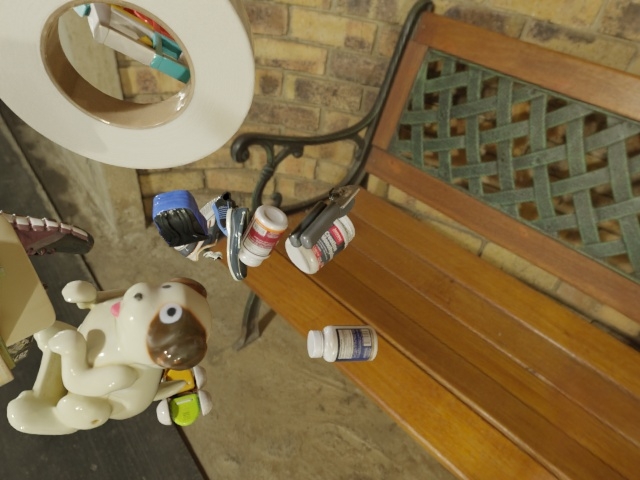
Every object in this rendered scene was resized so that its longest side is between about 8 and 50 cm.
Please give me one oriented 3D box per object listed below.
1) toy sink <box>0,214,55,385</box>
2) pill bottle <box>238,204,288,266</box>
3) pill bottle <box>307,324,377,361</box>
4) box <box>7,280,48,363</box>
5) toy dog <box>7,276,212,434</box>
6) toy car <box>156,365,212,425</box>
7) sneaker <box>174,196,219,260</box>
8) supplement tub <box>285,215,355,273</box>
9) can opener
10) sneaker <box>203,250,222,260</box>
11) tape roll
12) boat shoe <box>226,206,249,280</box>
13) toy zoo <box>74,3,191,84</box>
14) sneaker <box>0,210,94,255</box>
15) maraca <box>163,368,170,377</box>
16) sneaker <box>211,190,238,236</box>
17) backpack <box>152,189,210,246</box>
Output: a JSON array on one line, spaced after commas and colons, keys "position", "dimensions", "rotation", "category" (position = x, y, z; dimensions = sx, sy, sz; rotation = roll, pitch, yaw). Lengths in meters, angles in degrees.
[{"position": [-0.393, 0.084, 0.435], "dimensions": [0.234, 0.152, 0.131], "rotation": [-28, 23, -35], "category": "toy sink"}, {"position": [-0.148, -0.008, 1.139], "dimensions": [0.086, 0.152, 0.086], "rotation": [22, 35, -17], "category": "pill bottle"}, {"position": [0.056, 0.270, 1.189], "dimensions": [0.170, 0.094, 0.094], "rotation": [3, 40, -16], "category": "pill bottle"}, {"position": [-1.079, 0.314, 1.443], "dimensions": [0.097, 0.318, 0.395], "rotation": [23, 15, 4], "category": "box"}, {"position": [-0.421, 0.251, 1.019], "dimensions": [0.395, 0.408, 0.284], "rotation": [39, 26, -28], "category": "toy dog"}, {"position": [-0.425, 0.485, 1.403], "dimensions": [0.159, 0.136, 0.182], "rotation": [-10, 59, -20], "category": "toy car"}, {"position": [-0.510, -0.050, 2.013], "dimensions": [0.126, 0.127, 0.321], "rotation": [-1, 47, 47], "category": "sneaker"}, {"position": [0.000, 0.000, 1.989], "dimensions": [0.272, 0.191, 0.191], "rotation": [-39, 58, -25], "category": "supplement tub"}, {"position": [0.023, -0.058, 1.226], "dimensions": [0.076, 0.095, 0.283], "rotation": [6, 41, 35], "category": "can opener"}, {"position": [-0.464, 0.069, 1.966], "dimensions": [0.083, 0.032, 0.036], "rotation": [-2, 62, -30], "category": "sneaker"}, {"position": [-0.290, -0.272, 0.675], "dimensions": [0.392, 0.392, 0.072], "rotation": [1, 52, -9], "category": "tape roll"}, {"position": [-0.270, 0.011, 1.563], "dimensions": [0.079, 0.095, 0.254], "rotation": [-5, 82, 11], "category": "boat shoe"}, {"position": [-0.300, -0.369, 0.830], "dimensions": [0.293, 0.030, 0.192], "rotation": [19, 37, -37], "category": "toy zoo"}, {"position": [-0.571, 0.034, 0.831], "dimensions": [0.281, 0.106, 0.162], "rotation": [17, 61, -44], "category": "sneaker"}, {"position": [-0.536, 0.381, 1.440], "dimensions": [0.099, 0.185, 0.127], "rotation": [14, 69, 36], "category": "maraca"}, {"position": [-0.359, -0.100, 1.793], "dimensions": [0.081, 0.090, 0.232], "rotation": [18, 31, -51], "category": "sneaker"}, {"position": [-0.306, -0.055, 0.971], "dimensions": [0.098, 0.120, 0.101], "rotation": [-18, 58, -3], "category": "backpack"}]
